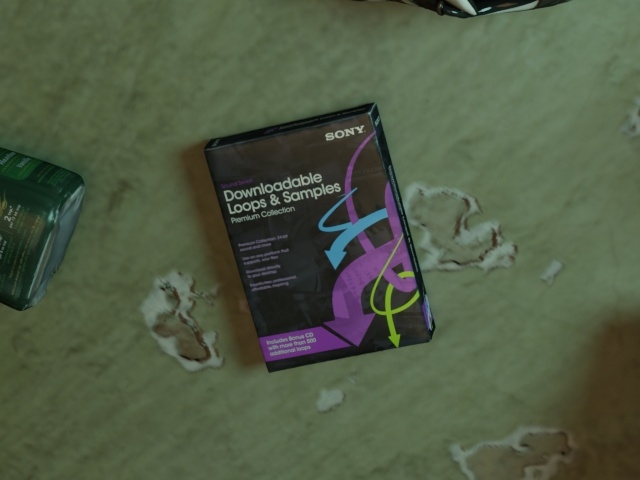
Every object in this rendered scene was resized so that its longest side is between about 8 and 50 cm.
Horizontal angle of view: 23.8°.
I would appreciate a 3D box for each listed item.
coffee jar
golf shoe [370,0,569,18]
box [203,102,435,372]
[{"bbox_3d":[-0.255,-0.032,1.003,0.184,0.079,0.096,24,114,0],"label":"coffee jar"},{"bbox_3d":[0.062,-0.172,0.896,0.198,0.094,0.077,2,110,11],"label":"golf shoe"},{"bbox_3d":[0.000,0.000,0.998,0.116,0.029,0.162,-12,105,13],"label":"box"}]
